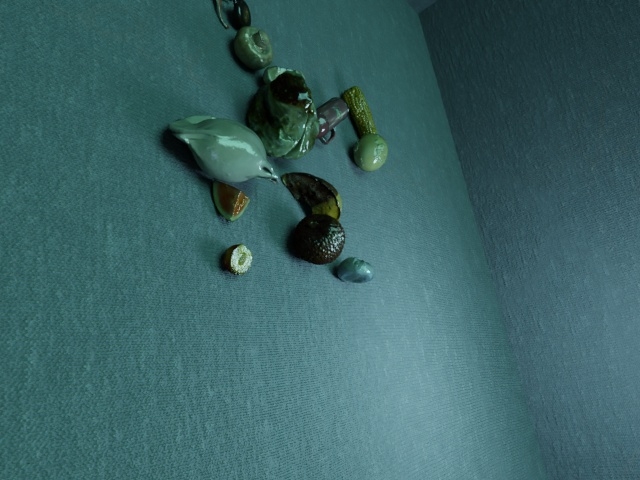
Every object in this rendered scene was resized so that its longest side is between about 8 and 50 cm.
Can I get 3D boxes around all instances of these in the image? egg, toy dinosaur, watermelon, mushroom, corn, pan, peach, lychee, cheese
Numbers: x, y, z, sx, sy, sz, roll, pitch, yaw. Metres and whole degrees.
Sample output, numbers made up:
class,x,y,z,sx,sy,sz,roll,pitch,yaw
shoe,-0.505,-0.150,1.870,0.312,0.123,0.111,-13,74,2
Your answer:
class,x,y,z,sx,sy,sz,roll,pitch,yaw
egg,0.233,-0.403,2.163,0.164,0.164,0.202,44,44,-27
toy dinosaur,-0.375,-0.939,1.779,0.101,0.055,0.280,-21,89,-45
watermelon,-0.274,-0.137,1.426,0.135,0.094,0.125,48,48,-14
mushroom,-0.245,-0.724,1.760,0.166,0.127,0.167,21,62,-47
corn,0.204,-0.604,2.287,0.102,0.101,0.313,-28,94,-54
pan,-0.319,-0.898,1.774,0.212,0.040,0.115,56,37,-50
peach,-0.249,0.058,1.378,0.098,0.061,0.098,-10,101,-56
lychee,-0.005,-0.004,1.627,0.194,0.194,0.195,28,50,-40
cheese,-0.145,-0.637,1.866,0.249,0.163,0.071,-114,-152,-79

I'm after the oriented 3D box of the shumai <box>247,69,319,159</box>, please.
class,x,y,z,sx,sy,sz,roll,pitch,yaw
shumai,-0.087,-0.470,1.659,0.303,0.263,0.310,-17,80,-33

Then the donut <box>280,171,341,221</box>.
class,x,y,z,sx,sy,sz,roll,pitch,yaw
donut,0.000,-0.163,1.750,0.295,0.151,0.112,55,27,-14

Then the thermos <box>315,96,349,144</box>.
class,x,y,z,sx,sy,sz,roll,pitch,yaw
thermos,0.011,-0.497,1.986,0.330,0.109,0.137,-51,154,-51

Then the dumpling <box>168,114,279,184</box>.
class,x,y,z,sx,sy,sz,roll,pitch,yaw
dumpling,-0.291,-0.293,1.447,0.340,0.182,0.260,1,36,-18

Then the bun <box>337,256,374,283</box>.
class,x,y,z,sx,sy,sz,roll,pitch,yaw
bun,0.135,0.109,1.770,0.140,0.140,0.083,31,55,-39
